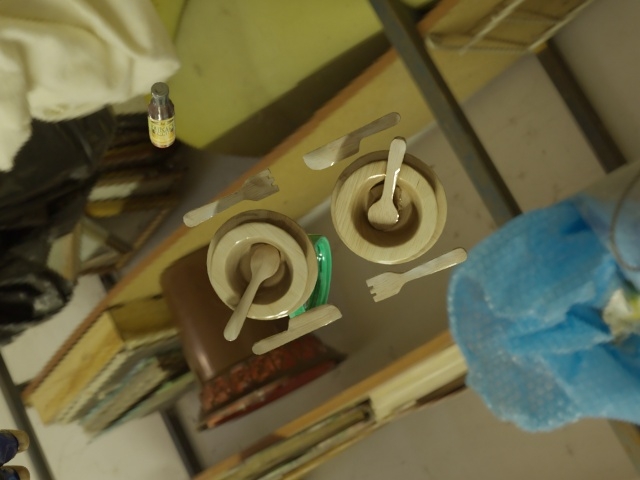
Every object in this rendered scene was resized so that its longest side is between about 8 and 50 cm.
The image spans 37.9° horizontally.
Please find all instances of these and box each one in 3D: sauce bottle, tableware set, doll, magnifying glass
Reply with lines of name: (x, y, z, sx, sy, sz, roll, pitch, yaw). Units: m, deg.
sauce bottle: (-0.237, -0.187, 1.382, 0.042, 0.042, 0.128, -24, 158, -16)
tableware set: (0.000, 0.000, 0.688, 0.194, 0.128, 0.039, -25, -171, 15)
doll: (-0.319, 0.232, 0.869, 0.046, 0.129, 0.189, -2, 179, 1)
magnifying glass: (-0.024, 0.035, 0.864, 0.026, 0.092, 0.231, 6, 178, 15)
